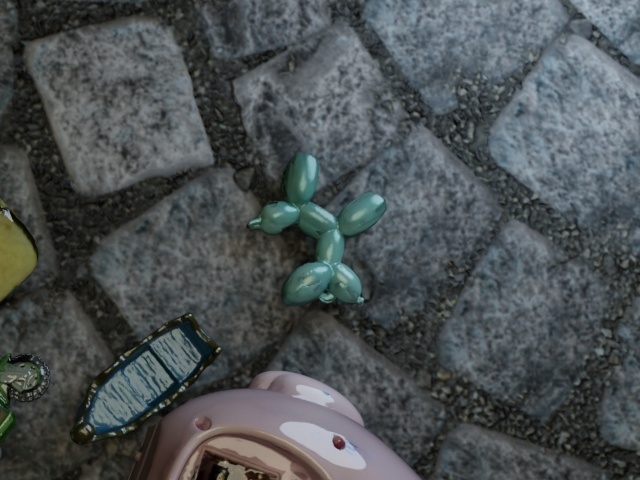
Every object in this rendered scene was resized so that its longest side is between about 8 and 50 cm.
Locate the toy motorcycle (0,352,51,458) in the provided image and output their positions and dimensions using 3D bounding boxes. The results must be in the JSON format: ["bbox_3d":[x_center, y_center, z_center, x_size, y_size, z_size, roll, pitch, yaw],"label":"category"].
[{"bbox_3d":[-0.372,0.182,1.711,0.106,0.074,0.190,37,77,8],"label":"toy motorcycle"}]

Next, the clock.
[{"bbox_3d":[-0.024,0.327,1.651,0.377,0.250,0.368,21,78,-6],"label":"clock"}]

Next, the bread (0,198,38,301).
[{"bbox_3d":[-0.443,0.017,1.670,0.263,0.198,0.236,-43,97,-12],"label":"bread"}]

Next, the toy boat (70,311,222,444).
[{"bbox_3d":[-0.192,0.153,1.741,0.185,0.077,0.075,-38,89,-14],"label":"toy boat"}]

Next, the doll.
[{"bbox_3d":[0.000,0.000,1.810,0.159,0.059,0.158,37,75,-4],"label":"doll"}]
